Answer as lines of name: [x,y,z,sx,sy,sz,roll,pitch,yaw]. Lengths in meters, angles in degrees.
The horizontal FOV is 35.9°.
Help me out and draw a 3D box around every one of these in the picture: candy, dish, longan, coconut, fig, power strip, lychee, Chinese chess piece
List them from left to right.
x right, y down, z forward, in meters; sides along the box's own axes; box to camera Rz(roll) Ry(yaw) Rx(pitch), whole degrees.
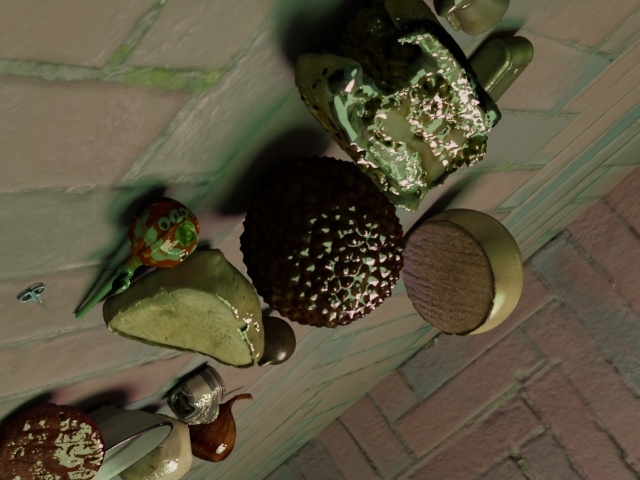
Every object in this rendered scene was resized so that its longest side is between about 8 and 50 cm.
dish: [-0.428,0.387,1.810,0.316,0.106,0.316,-34,167,-9]
candy: [-0.252,0.036,1.265,0.287,0.084,0.078,-37,-168,41]
coconut: [-0.341,0.433,2.031,0.161,0.161,0.162,-38,166,7]
fig: [-0.236,0.422,2.322,0.201,0.134,0.146,-52,-160,-21]
longan: [-0.102,0.200,1.940,0.113,0.113,0.092,-25,157,-35]
lychee: [0.002,-0.003,1.357,0.236,0.236,0.271,-30,148,-21]
power strip: [0.190,-0.175,1.564,0.092,0.066,0.387,-20,155,-49]
Chinese chess piece: [0.297,0.066,2.083,0.112,0.270,0.270,-17,156,-43]

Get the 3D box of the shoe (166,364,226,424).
shoe: [-0.262,0.334,2.025,0.092,0.089,0.180,-24,158,-40]

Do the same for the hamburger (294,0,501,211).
hamburger: [0.077,-0.172,1.140,0.167,0.192,0.288,-42,138,2]

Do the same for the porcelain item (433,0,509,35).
porcelain item: [0.165,-0.295,1.170,0.084,0.054,0.213,-44,163,18]

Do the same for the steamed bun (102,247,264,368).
steamed bun: [-0.161,0.076,1.341,0.231,0.110,0.212,19,147,-16]

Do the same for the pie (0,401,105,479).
pie: [-0.436,0.342,1.588,0.182,0.049,0.182,-9,118,-17]

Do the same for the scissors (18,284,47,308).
scissors: [-0.355,0.075,1.240,0.036,0.006,0.083,-30,164,-12]
